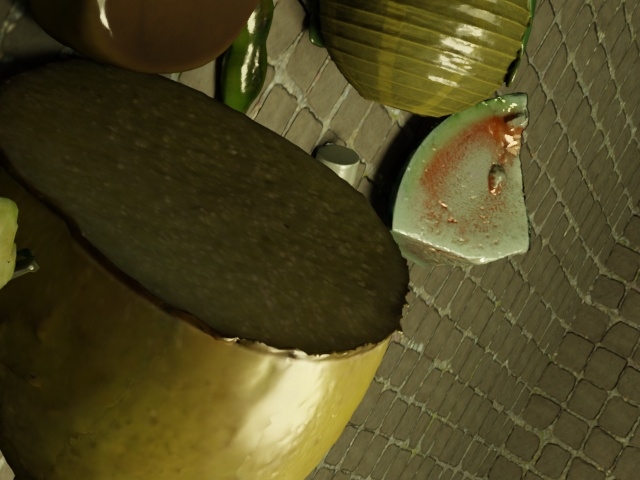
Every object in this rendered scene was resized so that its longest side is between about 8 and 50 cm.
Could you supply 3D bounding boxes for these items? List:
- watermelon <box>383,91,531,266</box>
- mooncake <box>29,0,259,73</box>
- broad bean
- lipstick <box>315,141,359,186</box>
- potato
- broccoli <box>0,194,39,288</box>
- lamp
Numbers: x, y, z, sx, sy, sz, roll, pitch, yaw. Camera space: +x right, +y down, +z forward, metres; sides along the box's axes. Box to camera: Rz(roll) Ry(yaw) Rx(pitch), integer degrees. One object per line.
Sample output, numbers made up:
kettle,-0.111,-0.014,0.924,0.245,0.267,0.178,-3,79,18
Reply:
watermelon,0.208,-0.054,1.802,0.289,0.213,0.320,-21,144,-52
mooncake,-0.151,-0.249,1.066,0.235,0.117,0.235,-39,146,-34
broad bean,-0.077,-0.228,1.307,0.060,0.043,0.298,-26,137,-34
lipstick,0.000,0.000,1.652,0.059,0.059,0.264,-29,139,-48
potato,-0.157,0.078,1.062,0.319,0.385,0.442,-62,-170,19
broccoli,-0.330,-0.009,0.795,0.304,0.283,0.321,-42,137,-63
lamp,0.121,-0.283,1.404,0.250,0.250,0.284,-6,112,-60
